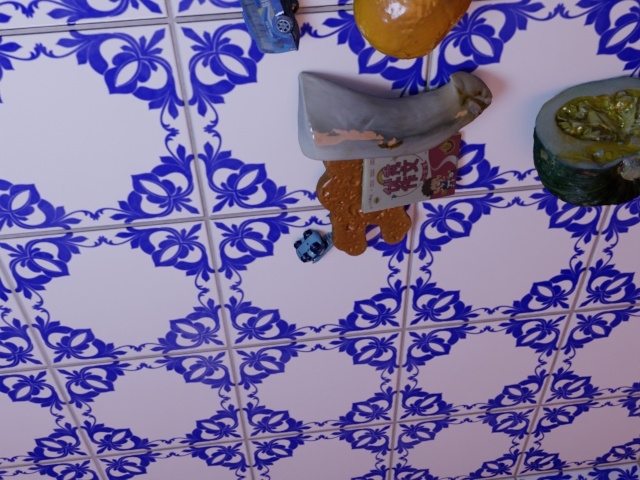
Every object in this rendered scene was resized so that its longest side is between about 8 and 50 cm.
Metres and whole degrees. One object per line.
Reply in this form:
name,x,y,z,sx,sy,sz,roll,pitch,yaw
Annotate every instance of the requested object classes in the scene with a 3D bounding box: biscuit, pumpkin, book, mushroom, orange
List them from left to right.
biscuit,0.095,-0.109,1.644,0.202,0.047,0.333,-20,129,-1
mushroom,0.154,-0.253,1.468,0.397,0.126,0.177,-3,107,-9
book,0.202,-0.151,1.604,0.232,0.022,0.162,-12,127,-16
orange,0.160,-0.425,1.248,0.193,0.219,0.219,32,134,16
pumpkin,0.600,-0.181,1.524,0.293,0.263,0.196,-11,139,5

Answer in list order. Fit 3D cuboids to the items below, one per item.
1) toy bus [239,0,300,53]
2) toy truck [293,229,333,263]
toy bus,-0.104,-0.447,1.281,0.094,0.079,0.236,-4,137,18
toy truck,0.000,0.000,1.742,0.074,0.063,0.136,12,132,-46
